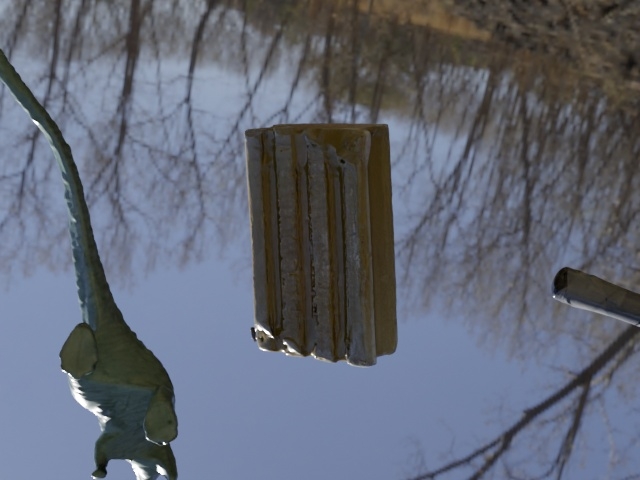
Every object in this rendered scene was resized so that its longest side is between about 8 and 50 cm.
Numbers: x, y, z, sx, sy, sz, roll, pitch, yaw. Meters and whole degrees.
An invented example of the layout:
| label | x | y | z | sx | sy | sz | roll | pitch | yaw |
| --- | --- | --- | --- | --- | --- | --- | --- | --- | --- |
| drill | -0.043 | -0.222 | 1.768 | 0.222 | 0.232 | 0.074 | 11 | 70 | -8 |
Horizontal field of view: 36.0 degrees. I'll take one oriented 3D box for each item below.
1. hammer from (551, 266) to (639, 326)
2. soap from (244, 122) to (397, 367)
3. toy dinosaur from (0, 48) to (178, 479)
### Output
| label | x | y | z | sx | sy | sz | roll | pitch | yaw |
| --- | --- | --- | --- | --- | --- | --- | --- | --- | --- |
| hammer | 0.455 | 0.108 | 1.053 | 0.427 | 0.152 | 0.044 | 22 | 155 | 25 |
| soap | 0.000 | 0.000 | 1.165 | 0.173 | 0.274 | 0.089 | 5 | -167 | 34 |
| toy dinosaur | -0.136 | 0.061 | 0.636 | 0.076 | 0.383 | 0.129 | -13 | -159 | -21 |
